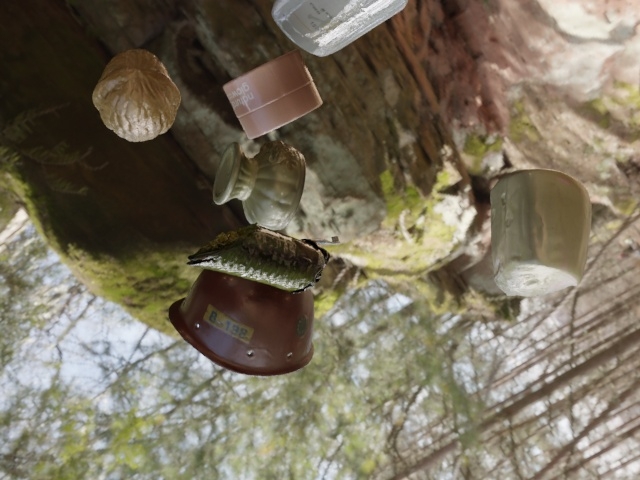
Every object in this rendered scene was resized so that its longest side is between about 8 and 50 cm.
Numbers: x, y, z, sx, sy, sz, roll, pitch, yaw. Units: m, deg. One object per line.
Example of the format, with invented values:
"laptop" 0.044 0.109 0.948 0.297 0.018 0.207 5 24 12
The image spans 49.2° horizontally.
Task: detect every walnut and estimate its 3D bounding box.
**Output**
"walnut" -0.478 -0.377 1.825 0.225 0.224 0.261 58 157 6

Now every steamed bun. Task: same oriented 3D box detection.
"steamed bun" 0.407 -0.010 1.281 0.200 0.170 0.226 128 149 -77

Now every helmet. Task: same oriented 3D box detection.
"helmet" -0.168 0.139 1.724 0.384 0.230 0.337 27 -156 17

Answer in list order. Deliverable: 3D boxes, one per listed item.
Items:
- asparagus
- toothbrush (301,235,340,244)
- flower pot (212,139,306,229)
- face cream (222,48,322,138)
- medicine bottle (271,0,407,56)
"asparagus" -0.123 0.030 1.459 0.108 0.129 0.382 30 -173 37
"toothbrush" 0.000 0.000 1.898 0.275 0.019 0.025 -1 -101 -68
"flower pot" -0.209 -0.198 2.329 0.244 0.307 0.307 14 -146 -24
"face cream" -0.083 -0.255 1.223 0.104 0.149 0.149 64 -169 -13
"medicine bottle" 0.059 -0.449 1.225 0.161 0.296 0.111 30 -125 -33
